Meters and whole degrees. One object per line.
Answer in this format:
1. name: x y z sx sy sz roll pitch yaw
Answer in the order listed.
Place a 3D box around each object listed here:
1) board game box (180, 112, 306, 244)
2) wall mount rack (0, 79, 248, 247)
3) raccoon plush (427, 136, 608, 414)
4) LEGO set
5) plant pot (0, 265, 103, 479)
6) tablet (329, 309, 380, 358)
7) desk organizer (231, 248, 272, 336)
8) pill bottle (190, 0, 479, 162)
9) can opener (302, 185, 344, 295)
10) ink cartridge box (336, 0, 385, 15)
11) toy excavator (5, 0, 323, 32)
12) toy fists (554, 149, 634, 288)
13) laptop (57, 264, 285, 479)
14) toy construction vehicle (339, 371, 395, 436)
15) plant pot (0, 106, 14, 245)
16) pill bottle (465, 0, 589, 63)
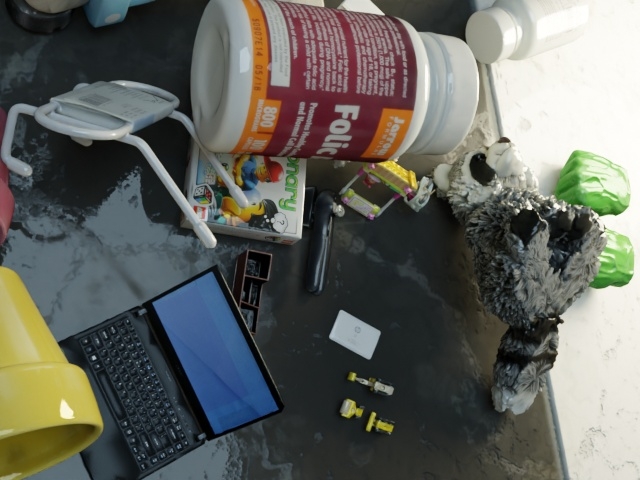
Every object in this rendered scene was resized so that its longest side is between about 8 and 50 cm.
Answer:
1. board game box: -0.119 -0.157 1.322 0.192 0.053 0.305 9 74 -21
2. wall mount rack: -0.251 -0.123 1.124 0.304 0.350 0.131 18 110 2
3. raccoon plush: 0.291 0.044 1.426 0.216 0.299 0.447 12 105 -36
4. LEGO set: 0.061 -0.139 1.393 0.287 0.107 0.132 42 30 -4
5. plant pot: -0.431 0.171 1.013 0.254 0.254 0.239 -14 69 -26
6. tablet: 0.058 0.158 1.349 0.083 0.006 0.054 30 67 -15
7. desk organizer: -0.112 0.083 1.268 0.047 0.050 0.130 13 73 -20
8. pill bottle: 0.022 -0.231 1.199 0.392 0.224 0.224 0 77 -24
9. can opener: 0.000 0.000 1.343 0.059 0.073 0.186 21 68 -59
10. ink cartridge box: 0.050 -0.357 1.395 0.092 0.143 0.090 40 65 -10
11. toy excavator: -0.257 -0.452 1.230 0.445 0.222 0.433 -24 85 -26
12. toy fists: 0.521 -0.042 1.554 0.142 0.096 0.279 15 70 -30
13. laptop: -0.228 0.201 1.141 0.264 0.136 0.234 -25 88 -27
14. toy construction vehicle: 0.080 0.268 1.321 0.098 0.035 0.086 20 81 -15
15. plant pot: -0.503 -0.100 1.075 0.201 0.201 0.180 16 55 -19
16. pill bottle: 0.402 -0.425 1.573 0.229 0.131 0.131 -24 87 -27
